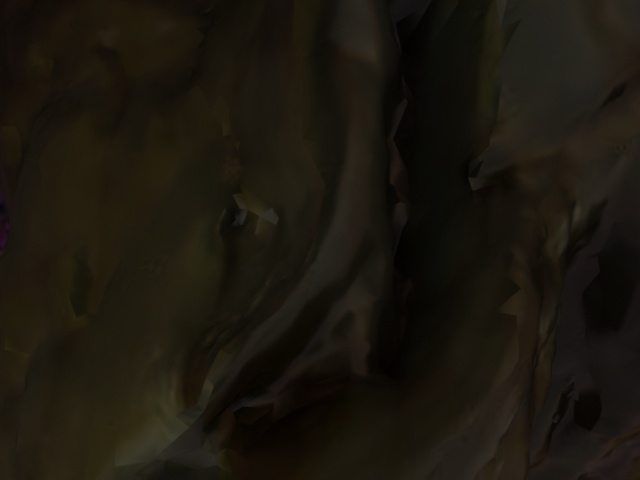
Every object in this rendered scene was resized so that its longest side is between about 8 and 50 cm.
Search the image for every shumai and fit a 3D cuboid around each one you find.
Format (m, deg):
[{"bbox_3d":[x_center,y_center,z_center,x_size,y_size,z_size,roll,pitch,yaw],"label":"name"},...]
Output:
[{"bbox_3d":[0.000,0.000,0.363,0.222,0.203,0.272,-11,101,22],"label":"shumai"}]
